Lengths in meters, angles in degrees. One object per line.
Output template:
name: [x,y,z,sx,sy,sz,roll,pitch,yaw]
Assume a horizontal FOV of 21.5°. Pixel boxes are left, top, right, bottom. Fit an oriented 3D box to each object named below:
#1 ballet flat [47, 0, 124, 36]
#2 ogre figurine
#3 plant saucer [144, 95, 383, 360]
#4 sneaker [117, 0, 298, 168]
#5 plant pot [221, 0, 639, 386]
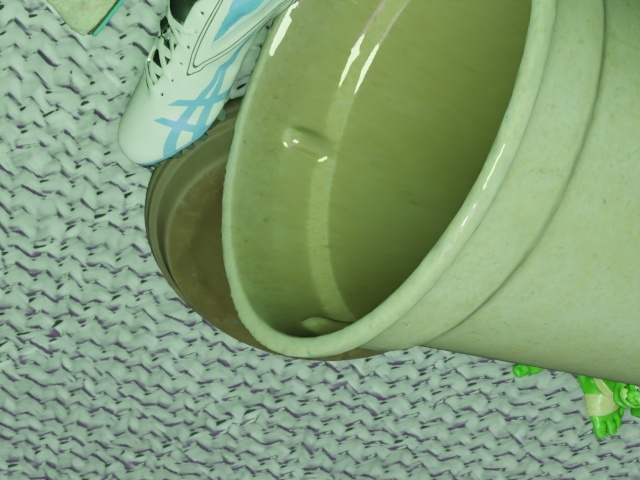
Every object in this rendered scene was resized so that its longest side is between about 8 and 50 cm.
ballet flat: [-0.128,-0.197,1.122,0.052,0.057,0.168,39,125,-15]
ogre figurine: [0.231,0.089,1.331,0.197,0.097,0.118,45,141,-13]
plant saucer: [0.000,0.000,1.302,0.278,0.041,0.278,2,133,2]
sneaker: [-0.081,-0.146,1.138,0.086,0.085,0.237,17,128,-32]
plant pot: [0.151,-0.046,1.087,0.305,0.334,0.334,20,133,-29]
